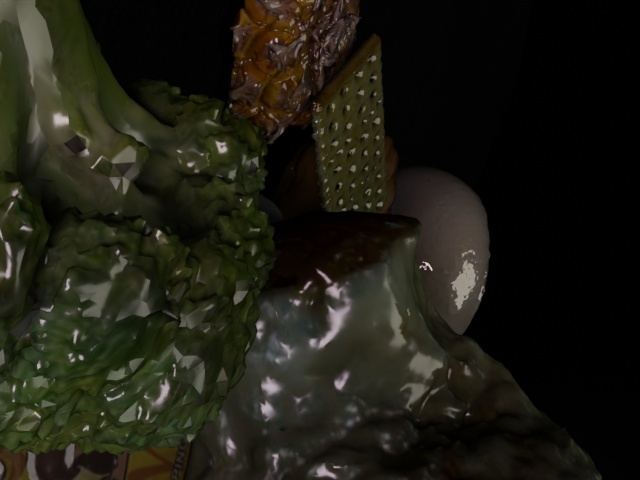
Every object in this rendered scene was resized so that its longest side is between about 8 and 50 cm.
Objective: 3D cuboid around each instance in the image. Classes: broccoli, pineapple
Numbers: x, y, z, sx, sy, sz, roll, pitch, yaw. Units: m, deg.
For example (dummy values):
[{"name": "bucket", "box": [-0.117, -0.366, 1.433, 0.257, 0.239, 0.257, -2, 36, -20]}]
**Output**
[{"name": "broccoli", "box": [-0.149, -0.028, 0.381, 0.302, 0.186, 0.254, 48, 38, -40]}, {"name": "pineapple", "box": [-0.016, -0.189, 0.818, 0.225, 0.076, 0.225, 21, 90, -76]}]

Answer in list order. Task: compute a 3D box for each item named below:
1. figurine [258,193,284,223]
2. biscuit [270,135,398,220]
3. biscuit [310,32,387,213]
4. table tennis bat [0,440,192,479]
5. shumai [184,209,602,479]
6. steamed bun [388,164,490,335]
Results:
[{"name": "figurine", "box": [-0.080, -0.017, 0.818, 0.101, 0.068, 0.143, -60, 150, -22]}, {"name": "biscuit", "box": [0.000, 0.000, 1.053, 0.296, 0.102, 0.296, -57, 160, -35]}, {"name": "biscuit", "box": [0.034, -0.082, 0.902, 0.139, 0.016, 0.231, -53, 151, -36]}, {"name": "table tennis bat", "box": [-0.200, 0.161, 0.496, 0.415, 0.051, 0.268, -46, 130, -50]}, {"name": "shumai", "box": [0.007, 0.139, 0.749, 0.324, 0.397, 0.323, -18, 87, -48]}, {"name": "steamed bun", "box": [0.108, 0.026, 1.275, 0.283, 0.177, 0.283, -41, -138, 53]}]
